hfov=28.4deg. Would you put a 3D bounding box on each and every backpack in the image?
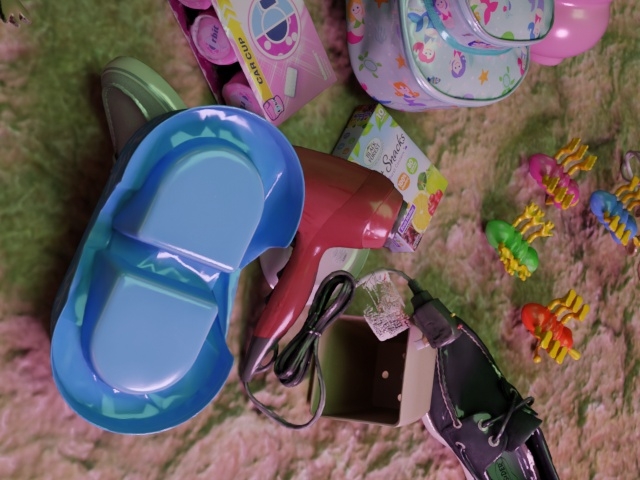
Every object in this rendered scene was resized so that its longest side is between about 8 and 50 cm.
[{"bbox_3d":[0.135,-0.264,1.350,0.225,0.191,0.253,-2,96,-45],"label":"backpack"}]

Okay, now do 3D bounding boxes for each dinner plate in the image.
[{"bbox_3d":[0.000,0.000,1.300,0.141,0.017,0.141,-11,110,-33],"label":"dinner plate"}]

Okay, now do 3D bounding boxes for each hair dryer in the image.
[{"bbox_3d":[-0.013,0.021,1.224,0.224,0.080,0.293,-27,91,-1],"label":"hair dryer"}]

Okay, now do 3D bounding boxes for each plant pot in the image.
[{"bbox_3d":[0.065,0.140,1.330,0.096,0.109,0.109,19,76,-55],"label":"plant pot"}]

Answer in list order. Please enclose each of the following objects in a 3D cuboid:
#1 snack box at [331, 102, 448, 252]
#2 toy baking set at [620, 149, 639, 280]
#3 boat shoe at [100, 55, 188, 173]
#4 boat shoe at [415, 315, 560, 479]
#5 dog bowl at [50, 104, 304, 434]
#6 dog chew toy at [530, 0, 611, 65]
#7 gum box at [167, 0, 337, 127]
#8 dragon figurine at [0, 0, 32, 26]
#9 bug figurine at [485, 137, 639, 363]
[{"bbox_3d":[0.072,-0.066,1.378,0.141,0.037,0.100,45,60,-33],"label":"snack box"},{"bbox_3d":[0.439,-0.048,1.638,0.030,0.197,0.256,0,92,-16],"label":"toy baking set"},{"bbox_3d":[-0.145,-0.053,1.142,0.081,0.079,0.227,-47,123,-39],"label":"boat shoe"},{"bbox_3d":[0.209,0.226,1.454,0.127,0.113,0.340,-35,113,-38],"label":"boat shoe"},{"bbox_3d":[-0.132,0.019,1.094,0.166,0.074,0.297,22,95,-29],"label":"dog bowl"},{"bbox_3d":[0.300,-0.366,1.475,0.207,0.207,0.331,-17,127,-43],"label":"dog chew toy"},{"bbox_3d":[-0.071,-0.210,1.226,0.107,0.062,0.188,-42,117,-36],"label":"gum box"},{"bbox_3d":[-0.306,-0.151,0.984,0.085,0.144,0.289,38,45,-35],"label":"dragon figurine"},{"bbox_3d":[0.300,0.006,1.574,0.216,0.072,0.279,49,62,-26],"label":"bug figurine"}]
